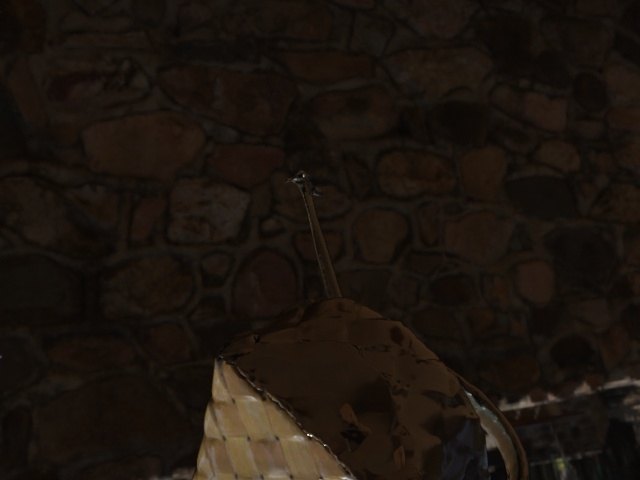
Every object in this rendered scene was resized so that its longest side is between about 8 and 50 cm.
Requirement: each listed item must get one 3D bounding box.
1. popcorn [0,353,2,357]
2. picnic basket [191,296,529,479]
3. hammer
[{"bbox_3d":[-0.611,0.202,1.310,0.152,0.148,0.167,31,141,3],"label":"popcorn"},{"bbox_3d":[0.053,0.203,0.775,0.337,0.293,0.337,-37,148,-28],"label":"picnic basket"},{"bbox_3d":[0.001,0.000,1.401,0.027,0.297,0.125,-29,147,21],"label":"hammer"}]
